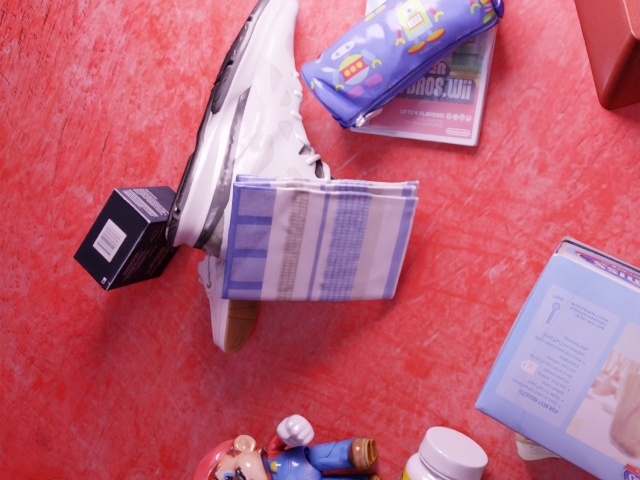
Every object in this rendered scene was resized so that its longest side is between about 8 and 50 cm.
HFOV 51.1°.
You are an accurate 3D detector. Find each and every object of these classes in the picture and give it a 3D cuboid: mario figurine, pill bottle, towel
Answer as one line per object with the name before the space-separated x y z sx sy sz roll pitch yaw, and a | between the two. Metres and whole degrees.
mario figurine | -0.069 0.406 1.103 0.320 0.170 0.198 -8 58 16
pill bottle | 0.172 0.404 1.032 0.119 0.119 0.208 25 104 19
towel | 0.000 0.000 1.002 0.285 0.034 0.209 1 118 -16

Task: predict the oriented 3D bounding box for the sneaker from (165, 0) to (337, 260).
sneaker | -0.060 -0.166 1.079 0.257 0.169 0.447 20 82 -17

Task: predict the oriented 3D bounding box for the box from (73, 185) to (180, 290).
box | -0.320 -0.008 1.177 0.093 0.158 0.156 42 109 13

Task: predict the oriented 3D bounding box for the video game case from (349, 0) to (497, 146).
video game case | 0.160 -0.297 1.017 0.204 0.025 0.285 11 99 22

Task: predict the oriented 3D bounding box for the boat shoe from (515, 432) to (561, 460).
boat shoe | 0.352 0.291 0.981 0.135 0.050 0.045 -17 94 24

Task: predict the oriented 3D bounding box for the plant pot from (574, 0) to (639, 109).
plant pot | 0.437 -0.327 0.782 0.267 0.236 0.267 -14 90 23

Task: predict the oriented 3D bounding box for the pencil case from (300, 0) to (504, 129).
pencil case | 0.116 -0.279 0.957 0.306 0.119 0.133 -34 73 22

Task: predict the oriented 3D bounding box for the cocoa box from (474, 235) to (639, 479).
cocoa box | 0.412 0.175 0.847 0.347 0.228 0.231 28 105 18

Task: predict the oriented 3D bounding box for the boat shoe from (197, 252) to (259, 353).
boat shoe | -0.164 0.053 1.156 0.096 0.098 0.277 4 88 23
